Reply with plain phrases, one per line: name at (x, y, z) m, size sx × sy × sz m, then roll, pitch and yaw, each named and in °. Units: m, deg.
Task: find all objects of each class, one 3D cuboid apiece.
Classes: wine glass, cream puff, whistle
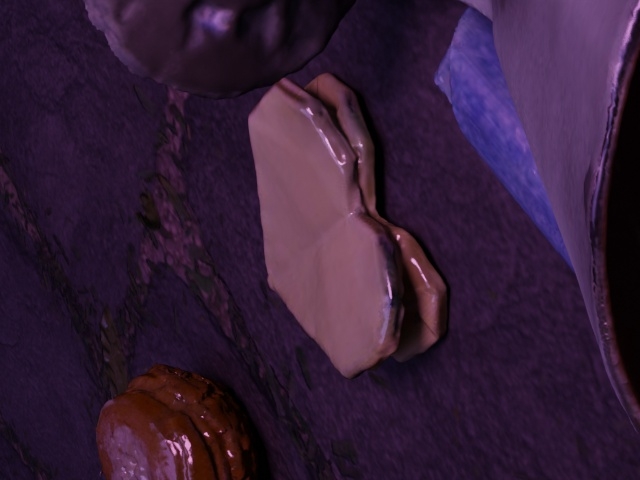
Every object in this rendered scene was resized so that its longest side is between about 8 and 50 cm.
wine glass at (0.072, -0.109, 0.587) m, size 0.406 × 0.267 × 0.267 m, roll 33°, pitch 133°, yaw 48°
cream puff at (-0.115, 0.185, 1.183) m, size 0.150 × 0.115 × 0.165 m, roll 10°, pitch 105°, yaw 49°
whistle at (0.152, 0.000, 0.710) m, size 0.304 × 0.062 × 0.062 m, roll 55°, pitch 146°, yaw 26°

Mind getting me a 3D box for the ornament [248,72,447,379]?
ornament at (0.000, 0.000, 0.964) m, size 0.180 × 0.059 × 0.201 m, roll -41°, pitch 68°, yaw 58°
